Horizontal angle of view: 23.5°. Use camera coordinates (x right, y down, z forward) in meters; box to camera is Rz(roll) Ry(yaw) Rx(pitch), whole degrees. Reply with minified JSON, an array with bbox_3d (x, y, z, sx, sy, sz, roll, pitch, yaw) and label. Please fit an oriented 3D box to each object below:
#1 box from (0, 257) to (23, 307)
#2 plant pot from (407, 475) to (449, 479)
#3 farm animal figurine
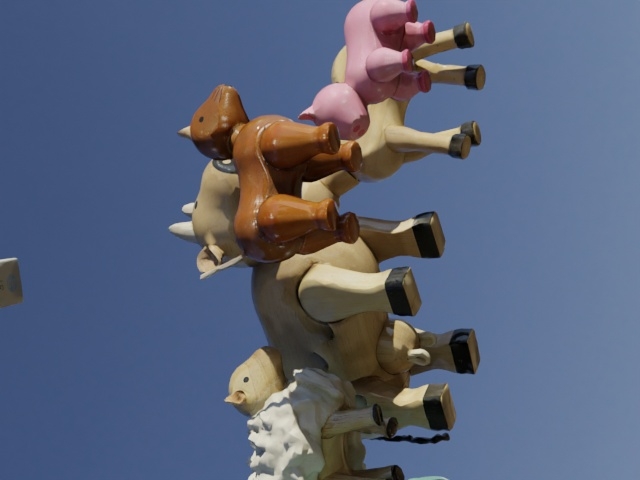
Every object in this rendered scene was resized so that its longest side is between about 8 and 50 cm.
[{"bbox_3d":[-0.334,0.048,1.119,0.145,0.186,0.038,-15,-82,-69],"label":"box"},{"bbox_3d":[0.055,0.301,0.978,0.271,0.271,0.255,-28,-89,-58],"label":"plant pot"},{"bbox_3d":[0.000,0.000,1.064,0.330,0.172,0.327,-34,-64,-61],"label":"farm animal figurine"}]
